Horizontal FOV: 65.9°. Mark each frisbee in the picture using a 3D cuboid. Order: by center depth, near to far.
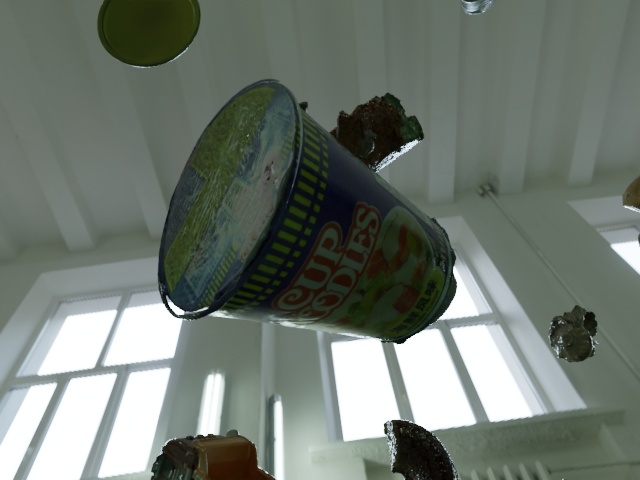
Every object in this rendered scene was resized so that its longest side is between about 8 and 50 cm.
[{"bbox_3d":[-0.382,-0.492,1.102,0.235,0.017,0.236,-1,-101,4],"label":"frisbee"}]

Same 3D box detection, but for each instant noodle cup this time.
[{"bbox_3d":[0.000,0.000,0.626,0.312,0.284,0.284,25,-62,-36],"label":"instant noodle cup"}]

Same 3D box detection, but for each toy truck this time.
[{"bbox_3d":[-0.102,0.332,0.604,0.114,0.270,0.135,21,-98,-48],"label":"toy truck"}]

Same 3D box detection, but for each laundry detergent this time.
[{"bbox_3d":[0.388,-0.596,1.193,0.099,0.225,0.070,-41,-92,23],"label":"laundry detergent"}]

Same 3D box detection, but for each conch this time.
[{"bbox_3d":[0.851,0.313,1.627,0.245,0.163,0.178,19,-75,-36],"label":"conch"}]

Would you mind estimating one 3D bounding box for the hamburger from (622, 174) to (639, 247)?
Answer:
[{"bbox_3d":[0.598,-0.064,0.680,0.318,0.318,0.158,-11,-91,2],"label":"hamburger"}]

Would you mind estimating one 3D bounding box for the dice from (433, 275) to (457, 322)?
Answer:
[{"bbox_3d":[0.143,0.063,1.150,0.243,0.259,0.251,-32,-49,2],"label":"dice"}]

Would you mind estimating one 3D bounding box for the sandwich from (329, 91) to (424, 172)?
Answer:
[{"bbox_3d":[0.084,-0.177,0.916,0.109,0.159,0.185,56,-33,5],"label":"sandwich"}]

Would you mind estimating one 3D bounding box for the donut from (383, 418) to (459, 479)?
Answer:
[{"bbox_3d":[0.225,0.477,1.103,0.144,0.187,0.126,-12,-32,1],"label":"donut"}]

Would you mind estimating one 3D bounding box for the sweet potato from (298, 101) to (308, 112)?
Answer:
[{"bbox_3d":[-0.088,-0.267,1.220,0.054,0.053,0.182,37,-82,-16],"label":"sweet potato"}]

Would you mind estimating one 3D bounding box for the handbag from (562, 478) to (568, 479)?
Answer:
[{"bbox_3d":[0.564,0.563,0.964,0.113,0.162,0.260,-3,-16,-9],"label":"handbag"}]
